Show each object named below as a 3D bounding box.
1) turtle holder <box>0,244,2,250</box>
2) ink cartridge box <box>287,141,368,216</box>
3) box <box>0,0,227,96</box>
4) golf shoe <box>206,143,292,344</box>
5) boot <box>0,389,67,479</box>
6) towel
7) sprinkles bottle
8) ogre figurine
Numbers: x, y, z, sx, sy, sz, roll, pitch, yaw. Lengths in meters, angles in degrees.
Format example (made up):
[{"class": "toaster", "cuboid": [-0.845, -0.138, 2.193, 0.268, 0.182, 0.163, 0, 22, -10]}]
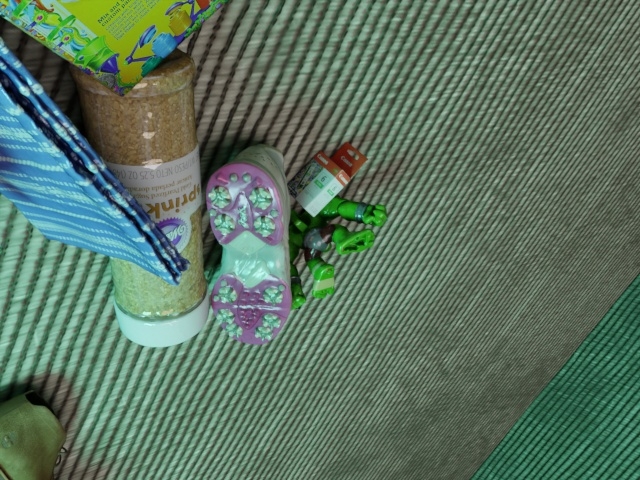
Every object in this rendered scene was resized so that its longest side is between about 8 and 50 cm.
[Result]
[{"class": "turtle holder", "cuboid": [-0.447, -0.030, 0.390, 0.243, 0.320, 0.227, -58, 142, -53]}, {"class": "ink cartridge box", "cuboid": [0.008, -0.096, 0.754, 0.115, 0.063, 0.029, -46, 139, 4]}, {"class": "box", "cuboid": [-0.132, -0.285, 0.322, 0.290, 0.177, 0.279, -43, 179, 0]}, {"class": "golf shoe", "cuboid": [-0.083, 0.011, 0.719, 0.115, 0.140, 0.306, 10, 126, 3]}, {"class": "boot", "cuboid": [-0.419, 0.339, 0.776, 0.115, 0.112, 0.305, -38, 146, -36]}, {"class": "towel", "cuboid": [-0.279, -0.084, 0.442, 0.040, 0.243, 0.336, -59, 144, -27]}, {"class": "sprinkles bottle", "cuboid": [-0.199, -0.037, 0.612, 0.121, 0.121, 0.355, -15, 130, -26]}, {"class": "ogre figurine", "cuboid": [0.000, 0.000, 0.786, 0.097, 0.118, 0.197, 12, 117, -46]}]
